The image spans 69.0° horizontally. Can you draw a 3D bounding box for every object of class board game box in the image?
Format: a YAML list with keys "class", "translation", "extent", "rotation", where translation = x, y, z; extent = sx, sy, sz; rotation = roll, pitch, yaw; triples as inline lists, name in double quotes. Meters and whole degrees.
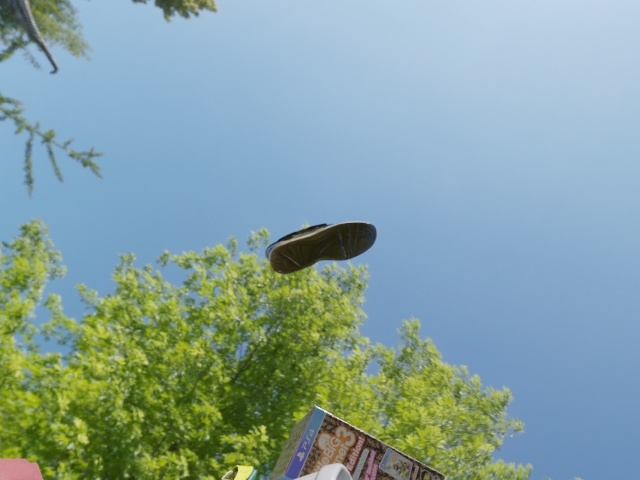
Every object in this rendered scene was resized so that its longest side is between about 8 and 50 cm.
- class: "board game box"
  translation: [0.063, 0.493, 0.964]
  extent: [0.290, 0.232, 0.141]
  rotation: [27, -122, 3]

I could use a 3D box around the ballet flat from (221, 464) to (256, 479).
- class: "ballet flat"
  translation: [-0.214, 0.612, 1.149]
  extent: [0.077, 0.231, 0.077]
  rotation: [19, -97, 4]

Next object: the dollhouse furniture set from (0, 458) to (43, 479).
- class: "dollhouse furniture set"
  translation: [-0.412, 0.294, 0.347]
  extent: [0.201, 0.374, 0.152]
  rotation: [-39, -119, -3]

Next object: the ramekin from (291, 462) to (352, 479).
- class: "ramekin"
  translation: [-0.014, 0.414, 0.540]
  extent: [0.127, 0.273, 0.273]
  rotation: [-13, -116, 9]

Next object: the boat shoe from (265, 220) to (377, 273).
- class: "boat shoe"
  translation: [0.000, 0.001, 0.892]
  extent: [0.223, 0.080, 0.073]
  rotation: [-16, -152, -21]
